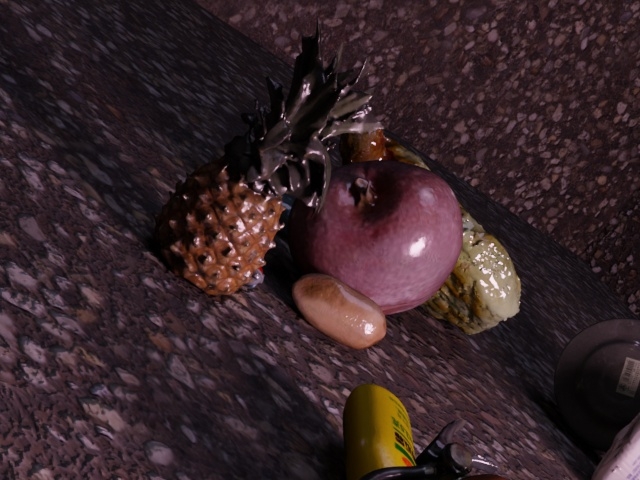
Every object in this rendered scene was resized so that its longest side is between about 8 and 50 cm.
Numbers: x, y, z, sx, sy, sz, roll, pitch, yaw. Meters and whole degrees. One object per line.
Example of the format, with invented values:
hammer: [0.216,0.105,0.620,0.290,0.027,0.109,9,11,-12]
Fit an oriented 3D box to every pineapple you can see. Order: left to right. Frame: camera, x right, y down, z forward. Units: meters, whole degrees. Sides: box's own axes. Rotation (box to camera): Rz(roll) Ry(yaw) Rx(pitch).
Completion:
pineapple: [-0.055,-0.093,1.408,0.165,0.364,0.165,37,20,-16]

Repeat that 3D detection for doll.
doll: [-0.099,0.040,1.544,0.114,0.039,0.057,-139,-153,-76]

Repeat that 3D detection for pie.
pie: [0.172,0.010,2.002,0.418,0.180,0.395,46,-9,13]

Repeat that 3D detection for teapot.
teapot: [0.588,0.303,2.080,0.321,0.239,0.239,40,0,25]

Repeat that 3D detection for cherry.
cherry: [0.084,0.002,1.716,0.307,0.261,0.221,66,21,-63]

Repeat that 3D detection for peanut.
peanut: [0.026,0.098,1.600,0.152,0.076,0.076,32,15,-14]

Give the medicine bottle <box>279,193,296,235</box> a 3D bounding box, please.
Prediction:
medicine bottle: [0.000,0.000,1.889,0.208,0.053,0.090,40,12,-4]

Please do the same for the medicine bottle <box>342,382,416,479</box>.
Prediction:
medicine bottle: [0.065,0.264,1.170,0.309,0.076,0.111,-91,158,-64]

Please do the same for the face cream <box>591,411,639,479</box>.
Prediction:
face cream: [0.527,0.343,1.833,0.111,0.206,0.206,38,13,11]

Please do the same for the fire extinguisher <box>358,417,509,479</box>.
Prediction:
fire extinguisher: [0.147,0.312,0.978,0.200,0.113,0.376,25,34,-51]
